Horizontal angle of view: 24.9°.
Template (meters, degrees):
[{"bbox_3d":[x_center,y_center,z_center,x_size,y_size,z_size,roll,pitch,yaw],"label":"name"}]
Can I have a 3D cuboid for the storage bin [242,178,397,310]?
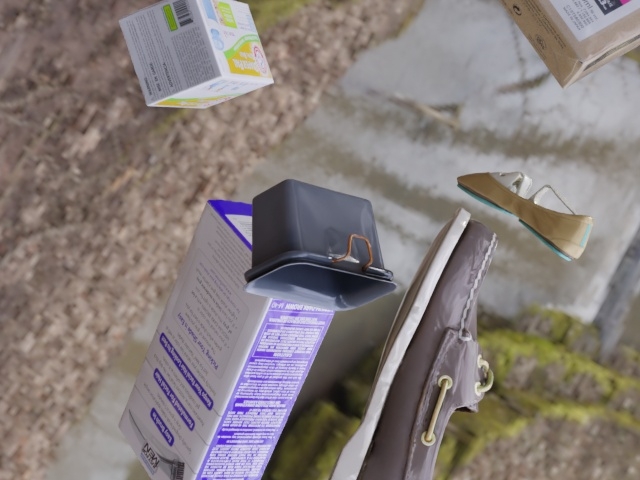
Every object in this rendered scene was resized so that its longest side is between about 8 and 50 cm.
[{"bbox_3d":[0.000,0.000,1.313,0.135,0.098,0.091,13,62,-40],"label":"storage bin"}]

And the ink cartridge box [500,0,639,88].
[{"bbox_3d":[0.329,-0.341,1.850,0.193,0.234,0.088,-31,170,-17],"label":"ink cartridge box"}]

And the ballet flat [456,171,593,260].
[{"bbox_3d":[0.288,-0.053,2.008,0.080,0.232,0.073,20,104,-51],"label":"ballet flat"}]

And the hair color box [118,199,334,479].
[{"bbox_3d":[-0.113,0.144,1.735,0.110,0.185,0.338,8,117,-38],"label":"hair color box"}]

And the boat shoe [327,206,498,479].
[{"bbox_3d":[0.089,0.132,1.238,0.116,0.097,0.324,99,14,-79],"label":"boat shoe"}]

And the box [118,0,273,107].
[{"bbox_3d":[-0.148,-0.231,1.786,0.203,0.103,0.114,-17,88,-74],"label":"box"}]
